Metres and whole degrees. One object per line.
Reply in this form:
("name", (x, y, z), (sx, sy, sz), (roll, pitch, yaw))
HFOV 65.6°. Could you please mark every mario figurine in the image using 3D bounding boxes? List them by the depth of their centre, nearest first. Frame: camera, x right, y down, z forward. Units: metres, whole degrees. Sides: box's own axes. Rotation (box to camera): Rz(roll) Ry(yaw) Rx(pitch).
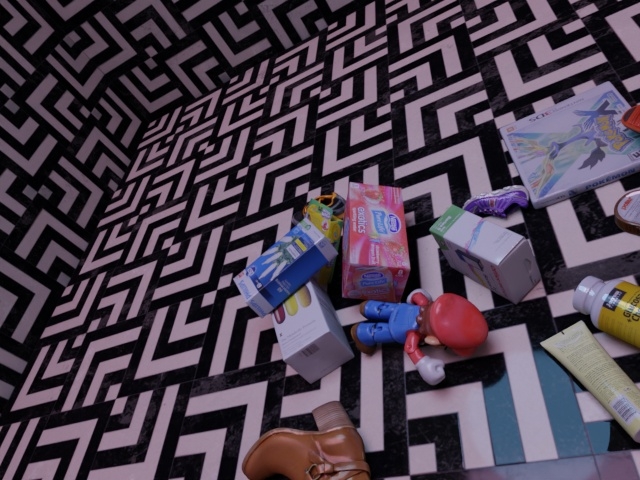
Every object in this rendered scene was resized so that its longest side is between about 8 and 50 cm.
("mario figurine", (0.232, 0.210, 1.122), (0.320, 0.170, 0.198), (-8, 83, 47))

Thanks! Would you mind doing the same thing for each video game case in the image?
("video game case", (0.648, -0.251, 1.271), (0.299, 0.036, 0.329), (-22, 41, 21))

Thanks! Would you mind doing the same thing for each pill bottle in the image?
("pill bottle", (0.566, 0.133, 0.905), (0.103, 0.103, 0.184), (-47, 39, -10))

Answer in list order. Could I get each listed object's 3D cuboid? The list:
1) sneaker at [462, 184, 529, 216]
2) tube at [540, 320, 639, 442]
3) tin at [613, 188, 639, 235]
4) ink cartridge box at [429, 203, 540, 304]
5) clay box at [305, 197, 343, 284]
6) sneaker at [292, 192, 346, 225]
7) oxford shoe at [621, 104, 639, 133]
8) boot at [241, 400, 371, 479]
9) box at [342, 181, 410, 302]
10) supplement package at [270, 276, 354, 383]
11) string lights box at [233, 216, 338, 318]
("sneaker", (0.440, -0.087, 1.259), (0.169, 0.068, 0.071), (-17, 70, 40))
("tube", (0.505, 0.243, 0.891), (0.070, 0.062, 0.240), (3, 30, -17))
("tin", (0.709, -0.050, 1.027), (0.106, 0.040, 0.189), (-45, 38, -14))
("ink cartridge box", (0.371, 0.028, 1.126), (0.093, 0.154, 0.212), (-46, 39, -8))
("clay box", (0.000, 0.000, 1.433), (0.127, 0.053, 0.222), (34, 118, 51))
("sneaker", (-0.007, -0.104, 1.622), (0.214, 0.083, 0.084), (-17, 45, 28))
("oxford shoe", (0.797, -0.229, 1.080), (0.097, 0.098, 0.271), (-52, 43, -2))
("boot", (-0.028, 0.499, 1.046), (0.283, 0.109, 0.220), (-29, 43, 2))
("box", (0.140, 0.000, 1.310), (0.154, 0.142, 0.300), (6, 47, -2))
("supplement package", (-0.034, 0.215, 1.287), (0.139, 0.134, 0.244), (-34, 38, 6))
("string lights box", (-0.094, 0.069, 1.310), (0.259, 0.077, 0.133), (-40, 34, -3))
